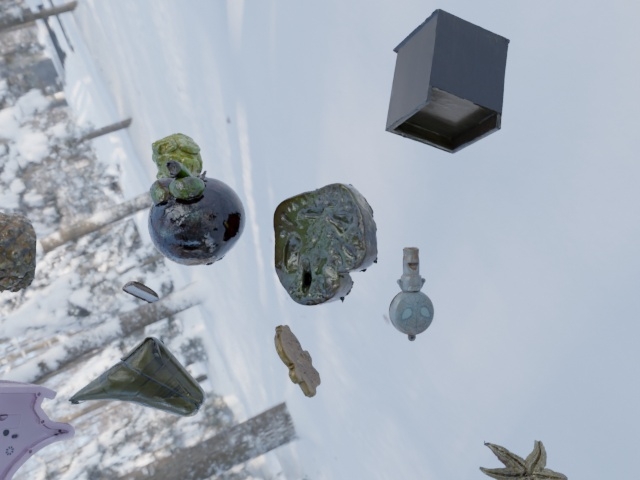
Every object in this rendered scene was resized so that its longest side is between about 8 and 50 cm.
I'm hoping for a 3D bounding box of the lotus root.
[{"bbox_3d":[0.000,0.000,1.874,0.375,0.111,0.391,39,111,33],"label":"lotus root"}]

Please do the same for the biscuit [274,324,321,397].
[{"bbox_3d":[-0.075,0.356,1.814,0.226,0.036,0.166,58,-160,-8],"label":"biscuit"}]

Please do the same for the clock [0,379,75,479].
[{"bbox_3d":[-0.687,0.448,1.344,0.080,0.290,0.276,2,82,31],"label":"clock"}]

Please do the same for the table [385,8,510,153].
[{"bbox_3d":[0.241,-0.299,1.194,0.172,0.169,0.193,154,128,-64],"label":"table"}]

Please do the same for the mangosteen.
[{"bbox_3d":[-0.396,-0.095,1.909,0.306,0.306,0.360,30,139,65],"label":"mangosteen"}]

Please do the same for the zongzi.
[{"bbox_3d":[-0.491,0.436,1.670,0.260,0.289,0.123,48,163,5],"label":"zongzi"}]

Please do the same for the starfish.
[{"bbox_3d":[0.513,0.590,1.533,0.227,0.240,0.043,16,124,12],"label":"starfish"}]

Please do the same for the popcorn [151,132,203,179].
[{"bbox_3d":[-0.504,-0.283,2.146,0.187,0.167,0.186,-165,65,-66],"label":"popcorn"}]

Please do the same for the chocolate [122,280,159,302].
[{"bbox_3d":[-0.478,0.133,1.640,0.064,0.100,0.031,-20,48,45],"label":"chocolate"}]

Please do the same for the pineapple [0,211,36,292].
[{"bbox_3d":[-0.714,0.019,1.125,0.169,0.340,0.169,-8,80,59],"label":"pineapple"}]

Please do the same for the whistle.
[{"bbox_3d":[0.209,0.125,1.421,0.057,0.107,0.220,-167,75,-76],"label":"whistle"}]
